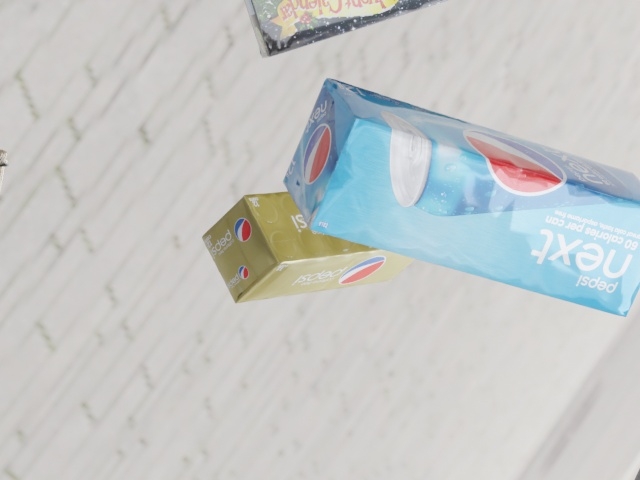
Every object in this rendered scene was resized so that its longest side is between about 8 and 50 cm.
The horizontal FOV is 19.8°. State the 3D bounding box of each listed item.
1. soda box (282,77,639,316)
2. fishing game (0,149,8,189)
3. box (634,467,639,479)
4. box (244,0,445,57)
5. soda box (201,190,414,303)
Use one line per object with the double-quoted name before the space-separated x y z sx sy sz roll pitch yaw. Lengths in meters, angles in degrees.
"soda box" 0.091 -0.024 1.054 0.071 0.210 0.067 -67 -156 18
"fishing game" -0.236 0.019 1.189 0.264 0.041 0.189 -67 168 -81
"box" 0.281 0.188 1.151 0.056 0.183 0.231 -22 144 -31
"box" 0.041 -0.257 1.475 0.233 0.159 0.044 -19 -173 -8
"soda box" 0.000 0.000 1.396 0.181 0.061 0.058 -7 153 -47
